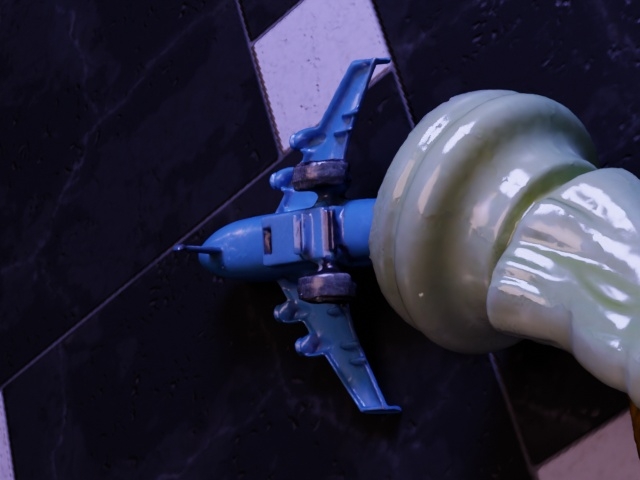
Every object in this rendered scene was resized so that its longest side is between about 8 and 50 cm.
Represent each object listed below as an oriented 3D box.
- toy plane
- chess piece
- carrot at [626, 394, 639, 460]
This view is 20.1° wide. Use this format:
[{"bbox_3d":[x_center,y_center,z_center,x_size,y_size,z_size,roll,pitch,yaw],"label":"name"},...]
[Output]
[{"bbox_3d":[0.000,0.000,1.304,0.271,0.105,0.254,-8,81,39],"label":"toy plane"},{"bbox_3d":[0.182,0.023,1.059,0.298,0.176,0.175,27,92,46],"label":"chess piece"},{"bbox_3d":[0.227,0.188,1.012,0.066,0.066,0.314,-40,43,26],"label":"carrot"}]
